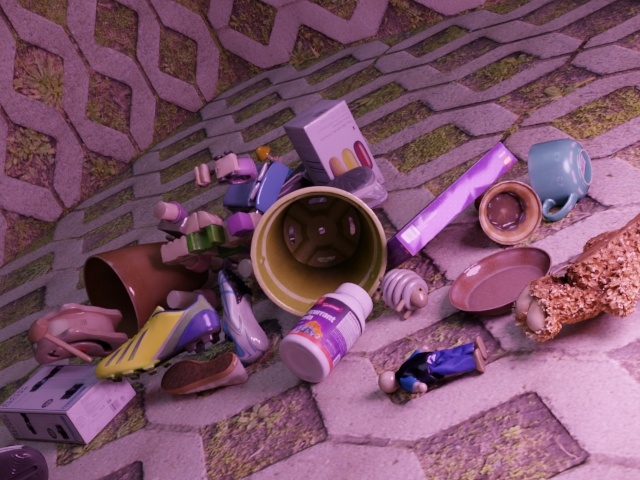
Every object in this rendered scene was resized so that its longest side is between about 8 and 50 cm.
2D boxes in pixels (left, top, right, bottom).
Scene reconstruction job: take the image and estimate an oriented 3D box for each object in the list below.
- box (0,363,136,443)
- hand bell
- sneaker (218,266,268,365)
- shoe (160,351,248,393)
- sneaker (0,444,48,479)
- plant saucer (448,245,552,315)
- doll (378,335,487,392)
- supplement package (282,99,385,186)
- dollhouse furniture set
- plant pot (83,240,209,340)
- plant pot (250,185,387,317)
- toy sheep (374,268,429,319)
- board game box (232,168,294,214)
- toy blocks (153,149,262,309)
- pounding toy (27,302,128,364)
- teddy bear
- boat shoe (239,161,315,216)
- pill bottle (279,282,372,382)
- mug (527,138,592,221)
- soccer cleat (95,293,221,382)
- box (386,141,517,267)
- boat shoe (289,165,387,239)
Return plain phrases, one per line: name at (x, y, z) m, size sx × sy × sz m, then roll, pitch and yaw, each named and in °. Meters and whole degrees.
box at (-0.564, 0.356, 2.191) m, size 0.290 × 0.087 × 0.169 m, roll -7°, pitch 29°, yaw 43°
hand bell at (0.360, -0.068, 2.055) m, size 0.126 × 0.126 × 0.242 m, roll -29°, pitch 8°, yaw -1°
sneaker at (-0.178, 0.154, 2.079) m, size 0.086 × 0.085 × 0.237 m, roll -37°, pitch 50°, yaw 18°
shoe at (-0.238, 0.280, 2.026) m, size 0.219 × 0.058 × 0.076 m, roll -16°, pitch 45°, yaw 37°
sneaker at (-0.745, 0.500, 1.973) m, size 0.447 × 0.169 × 0.257 m, roll -32°, pitch 23°, yaw -2°
plant saucer at (0.330, 0.080, 1.805) m, size 0.199 × 0.036 × 0.198 m, roll -24°, pitch 21°, yaw 10°
doll at (0.181, 0.215, 1.666) m, size 0.189 × 0.046 × 0.129 m, roll -19°, pitch 22°, yaw 22°
supplement package at (0.036, -0.224, 2.560) m, size 0.139 × 0.244 × 0.134 m, roll -36°, pitch 22°, yaw -17°
dollhouse furniture set at (-0.273, -0.122, 2.595) m, size 0.286 × 0.198 × 0.303 m, roll 6°, pitch 69°, yaw 57°
plant pot at (-0.410, 0.101, 2.441) m, size 0.254 × 0.237 × 0.237 m, roll -26°, pitch 16°, yaw -36°
plant pot at (0.000, 0.000, 2.125) m, size 0.276 × 0.276 × 0.254 m, roll -26°, pitch 11°, yaw 7°
toy sheep at (0.156, 0.097, 1.914) m, size 0.091 × 0.091 × 0.132 m, roll -38°, pitch 42°, yaw -24°
board game box at (-0.148, -0.130, 2.852) m, size 0.211 × 0.039 × 0.160 m, roll -33°, pitch 22°, yaw -11°
toy blocks at (-0.199, -0.004, 2.344) m, size 0.289 × 0.309 × 0.260 m, roll -23°, pitch -19°, yaw 31°
pounding toy at (-0.561, 0.245, 2.257) m, size 0.154 × 0.269 × 0.154 m, roll -39°, pitch 56°, yaw 30°
teddy bear at (0.464, 0.061, 1.609) m, size 0.338 × 0.113 × 0.245 m, roll -34°, pitch 3°, yaw -11°
boat shoe at (-0.064, -0.123, 2.665) m, size 0.335 × 0.112 × 0.095 m, roll -33°, pitch 39°, yaw 3°
pill bottle at (0.017, 0.169, 1.885) m, size 0.108 × 0.108 × 0.193 m, roll -6°, pitch 30°, yaw 44°
mug at (0.485, -0.124, 1.983) m, size 0.097 × 0.157 × 0.129 m, roll -10°, pitch 3°, yaw 33°
soccer cleat at (-0.345, 0.206, 2.079) m, size 0.289 × 0.121 × 0.093 m, roll -25°, pitch -13°, yaw 8°
box at (0.257, -0.068, 2.043) m, size 0.293 × 0.057 × 0.201 m, roll -41°, pitch -2°, yaw -10°
boat shoe at (0.010, -0.073, 2.478) m, size 0.320 × 0.103 × 0.118 m, roll -28°, pitch 40°, yaw 15°
